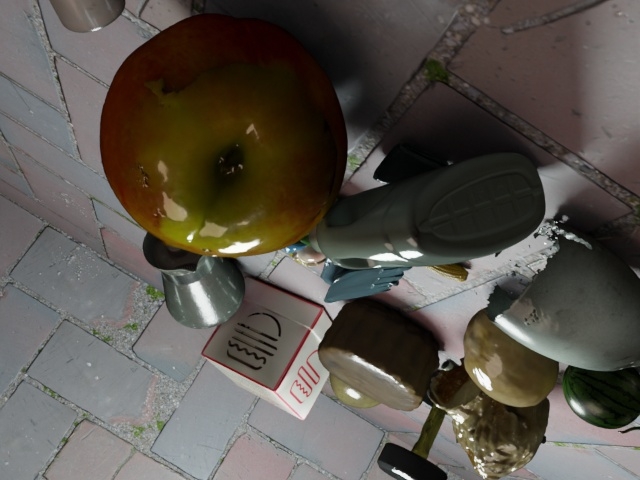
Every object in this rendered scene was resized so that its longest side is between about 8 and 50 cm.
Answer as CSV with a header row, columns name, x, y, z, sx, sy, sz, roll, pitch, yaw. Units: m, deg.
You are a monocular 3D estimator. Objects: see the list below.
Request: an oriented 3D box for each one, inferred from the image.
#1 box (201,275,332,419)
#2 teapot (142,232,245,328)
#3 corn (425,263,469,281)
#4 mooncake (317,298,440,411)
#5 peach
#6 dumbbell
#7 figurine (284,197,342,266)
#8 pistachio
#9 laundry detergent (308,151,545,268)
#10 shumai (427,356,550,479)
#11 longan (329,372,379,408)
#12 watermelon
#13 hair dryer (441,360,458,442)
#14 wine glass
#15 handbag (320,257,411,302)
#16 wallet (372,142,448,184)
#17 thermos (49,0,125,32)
name,x,y,z,sx,sy,sz,roll,pitch,yaw
box,-0.143,0.350,2.149,0.315,0.300,0.312,20,157,28
teapot,-0.384,0.075,1.989,0.300,0.253,0.344,56,167,33
corn,0.240,0.052,1.280,0.092,0.037,0.037,24,159,14
mooncake,0.158,0.303,1.781,0.324,0.187,0.324,26,157,12
peach,-0.137,-0.147,0.944,0.370,0.370,0.370,27,160,11
dumbbell,0.323,0.565,1.963,0.204,0.322,0.203,27,160,11
figurine,0.008,-0.010,1.366,0.185,0.127,0.234,9,146,11
pistachio,0.381,0.230,1.330,0.293,0.182,0.162,51,-170,-37
laundry detergent,0.096,-0.024,0.981,0.398,0.264,0.124,-9,99,57
shumai,0.365,0.415,1.624,0.263,0.267,0.314,30,154,-3
longan,0.128,0.444,2.151,0.220,0.196,0.196,30,162,-18
watermelon,0.552,0.293,1.260,0.187,0.140,0.140,30,160,-5
hair dryer,0.364,0.427,1.810,0.067,0.199,0.167,-25,101,38
wine glass,0.418,0.118,0.959,0.357,0.190,0.190,31,160,2
handbag,0.095,0.065,1.382,0.179,0.062,0.229,-9,164,-7
wallet,0.139,-0.112,1.040,0.088,0.026,0.129,21,160,-8
thermos,-0.376,-0.420,0.964,0.137,0.105,0.193,56,171,32
